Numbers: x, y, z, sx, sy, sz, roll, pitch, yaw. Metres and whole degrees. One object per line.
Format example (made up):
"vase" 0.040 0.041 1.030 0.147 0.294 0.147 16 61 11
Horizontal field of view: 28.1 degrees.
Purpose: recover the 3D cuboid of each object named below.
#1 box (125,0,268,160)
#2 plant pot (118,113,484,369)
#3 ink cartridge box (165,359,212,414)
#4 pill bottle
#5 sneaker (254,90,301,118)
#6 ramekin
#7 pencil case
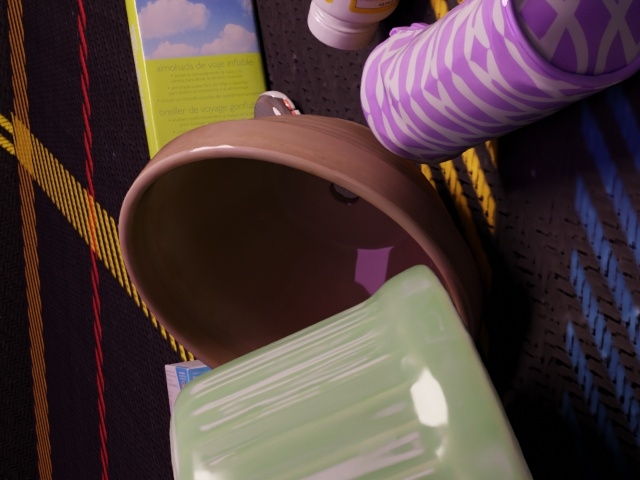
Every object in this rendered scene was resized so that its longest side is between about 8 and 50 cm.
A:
"box" -0.105 -0.158 1.102 0.042 0.109 0.178 151 110 -69
"plant pot" 0.000 0.000 0.823 0.110 0.237 0.237 -60 -6 -40
"ink cartridge box" -0.119 0.187 1.316 0.088 0.052 0.123 172 90 -68
"pill bottle" 0.026 -0.182 0.825 0.116 0.065 0.065 109 147 -47
"sneaker" -0.040 -0.047 1.032 0.061 0.064 0.158 137 123 -64
"ramekin" 0.036 0.178 0.649 0.303 0.148 0.303 161 90 -90
"pencil case" 0.089 -0.099 0.665 0.206 0.086 0.088 -25 81 67
